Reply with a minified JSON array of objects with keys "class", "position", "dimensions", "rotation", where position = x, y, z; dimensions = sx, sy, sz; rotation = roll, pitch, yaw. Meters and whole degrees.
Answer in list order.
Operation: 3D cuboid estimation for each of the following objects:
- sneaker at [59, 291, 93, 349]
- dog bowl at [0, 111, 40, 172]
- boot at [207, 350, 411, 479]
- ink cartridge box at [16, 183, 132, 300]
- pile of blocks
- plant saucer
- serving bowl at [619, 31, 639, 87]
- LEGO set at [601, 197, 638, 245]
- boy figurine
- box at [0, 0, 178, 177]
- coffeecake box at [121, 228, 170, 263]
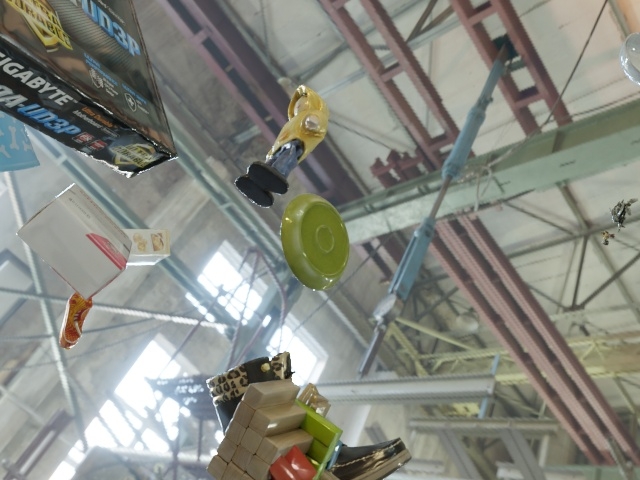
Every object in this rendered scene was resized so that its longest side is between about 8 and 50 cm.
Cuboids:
[{"class":"sneaker","position":[-0.637,0.200,1.632],"dimensions":[0.064,0.175,0.067],"rotation":[30,-51,-23]},{"class":"dog bowl","position":[-0.465,-0.108,0.699],"dimensions":[0.297,0.166,0.074],"rotation":[-2,-78,9]},{"class":"boot","position":[-0.041,0.353,1.210],"dimensions":[0.377,0.284,0.138],"rotation":[-23,-16,19]},{"class":"ink cartridge box","position":[-0.417,-0.005,1.102],"dimensions":[0.159,0.092,0.218],"rotation":[50,-1,-17]},{"class":"pile of blocks","position":[-0.003,0.278,0.777],"dimensions":[0.112,0.149,0.362],"rotation":[28,-20,27]},{"class":"plant saucer","position":[0.000,0.000,1.523],"dimensions":[0.037,0.241,0.241],"rotation":[-12,-55,39]},{"class":"serving bowl","position":[0.376,-0.198,0.724],"dimensions":[0.083,0.083,0.027],"rotation":[30,-34,1]},{"class":"LEGO set","position":[0.421,-0.031,0.907],"dimensions":[0.023,0.054,0.083],"rotation":[22,-64,4]},{"class":"boy figurine","position":[-0.050,-0.196,1.200],"dimensions":[0.092,0.285,0.177],"rotation":[36,-37,-15]},{"class":"box","position":[-0.192,-0.157,0.450],"dimensions":[0.051,0.175,0.220],"rotation":[-22,-16,9]},{"class":"coffeecake box","position":[-0.484,0.017,1.564],"dimensions":[0.185,0.068,0.142],"rotation":[0,-12,-32]}]
